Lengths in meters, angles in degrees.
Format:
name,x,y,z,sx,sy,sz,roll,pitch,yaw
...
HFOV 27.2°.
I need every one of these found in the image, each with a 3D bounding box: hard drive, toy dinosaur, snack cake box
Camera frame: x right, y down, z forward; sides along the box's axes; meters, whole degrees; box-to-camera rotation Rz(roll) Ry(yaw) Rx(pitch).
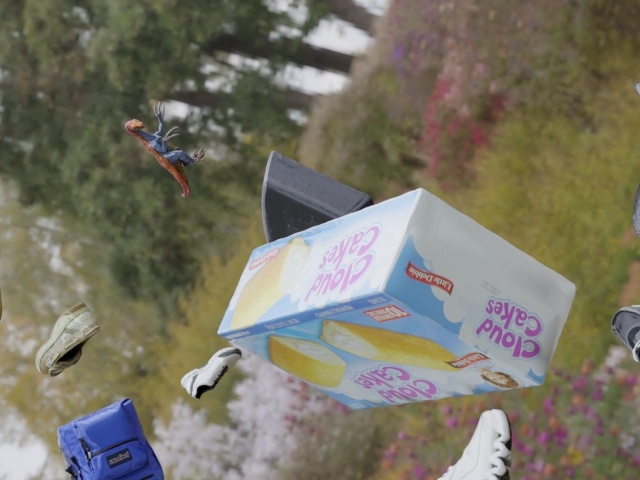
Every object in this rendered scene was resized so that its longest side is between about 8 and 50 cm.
name,x,y,z,sx,sy,sz,roll,pitch,yaw
hard drive,0.000,0.000,1.775,0.054,0.172,0.254,-53,-23,-26
toy dinosaur,-0.157,-0.090,1.307,0.047,0.082,0.090,-152,74,-66
snack cake box,0.051,0.056,1.037,0.264,0.152,0.089,-20,42,59

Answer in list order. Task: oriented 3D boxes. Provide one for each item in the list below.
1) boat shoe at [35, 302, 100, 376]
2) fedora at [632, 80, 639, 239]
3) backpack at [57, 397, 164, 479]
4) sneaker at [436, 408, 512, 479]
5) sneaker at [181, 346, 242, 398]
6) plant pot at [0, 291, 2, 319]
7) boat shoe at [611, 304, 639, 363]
name,x,y,z,sx,sy,sz,roll,pitch,yaw
boat shoe,-0.327,0.140,1.721,0.056,0.048,0.153,-30,-17,-46
fedora,0.428,-0.029,1.351,0.152,0.334,0.334,-61,1,23
backpack,-0.227,0.245,1.442,0.120,0.098,0.101,64,166,12
sneaker,0.153,0.332,1.589,0.110,0.118,0.292,69,-139,-65
sneaker,-0.167,0.212,2.103,0.109,0.044,0.040,-37,-40,-1
plant pot,-0.493,0.097,1.841,0.081,0.081,0.083,46,-160,-60
boat shoe,0.485,0.155,1.886,0.233,0.079,0.084,47,124,55
